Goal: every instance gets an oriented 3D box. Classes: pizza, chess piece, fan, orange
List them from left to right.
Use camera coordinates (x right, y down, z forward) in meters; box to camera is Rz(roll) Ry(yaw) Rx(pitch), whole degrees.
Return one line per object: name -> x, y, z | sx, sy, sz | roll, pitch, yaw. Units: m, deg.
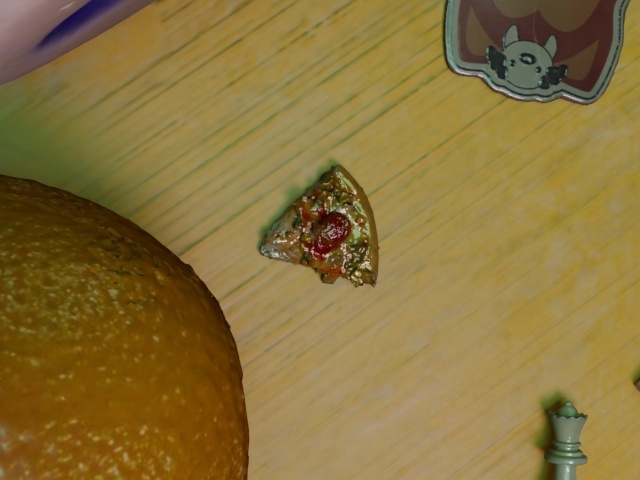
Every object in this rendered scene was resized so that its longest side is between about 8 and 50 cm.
orange -> -0.169, 0.097, 0.449 | 0.274, 0.274, 0.274 | -1, 96, -10
pizza -> 0.001, 0.000, 0.590 | 0.078, 0.025, 0.083 | -20, 100, -10
fan -> 0.156, -0.200, 0.607 | 0.132, 0.009, 0.220 | 12, 94, -12
chess piece -> 0.168, 0.157, 0.632 | 0.042, 0.042, 0.093 | 4, 89, -11

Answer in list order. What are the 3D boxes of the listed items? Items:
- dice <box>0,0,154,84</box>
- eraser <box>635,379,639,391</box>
dice -> -0.119, -0.251, 0.400 | 0.304, 0.304, 0.277 | -36, 101, -5
eraser -> 0.309, 0.085, 0.658 | 0.150, 0.023, 0.104 | -46, 102, -4
